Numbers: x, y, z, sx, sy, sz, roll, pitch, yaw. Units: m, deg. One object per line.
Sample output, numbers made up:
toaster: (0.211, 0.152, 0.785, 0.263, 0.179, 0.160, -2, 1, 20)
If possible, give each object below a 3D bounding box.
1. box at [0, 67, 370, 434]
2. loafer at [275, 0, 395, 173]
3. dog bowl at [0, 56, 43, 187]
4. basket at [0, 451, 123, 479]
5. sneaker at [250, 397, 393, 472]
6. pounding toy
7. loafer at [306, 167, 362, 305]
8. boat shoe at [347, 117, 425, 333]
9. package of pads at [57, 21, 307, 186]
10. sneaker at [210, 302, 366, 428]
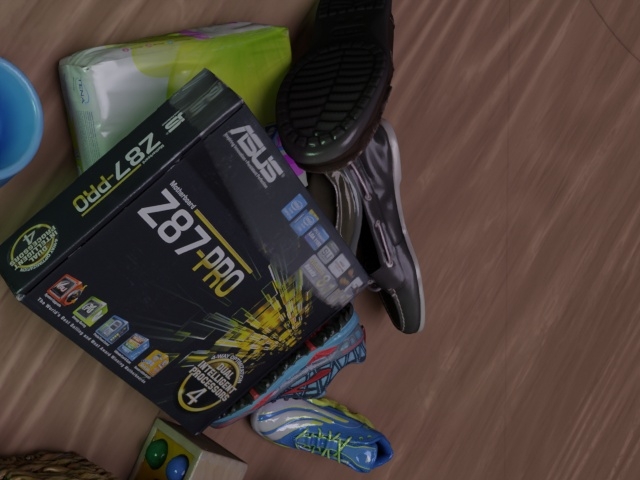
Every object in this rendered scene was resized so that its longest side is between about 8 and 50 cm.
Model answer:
box: (-0.145, 0.035, 1.191, 0.318, 0.097, 0.395, -42, 139, -6)
loafer: (0.044, -0.200, 1.281, 0.366, 0.134, 0.130, -71, 153, -43)
dog bowl: (-0.424, -0.123, 1.020, 0.297, 0.074, 0.166, -9, 93, -44)
basket: (-0.322, 0.421, 1.144, 0.213, 0.223, 0.299, 11, 95, -54)
sneaker: (0.016, 0.283, 1.457, 0.240, 0.126, 0.091, 18, 89, -39)
pounding toy: (-0.175, 0.354, 1.275, 0.094, 0.206, 0.181, 29, 83, -38)
loafer: (0.000, 0.000, 1.397, 0.087, 0.094, 0.251, -17, 111, -38)
boat shoe: (0.077, -0.012, 1.457, 0.095, 0.112, 0.335, -15, 105, -16)
package of pads: (-0.164, -0.146, 1.232, 0.296, 0.101, 0.229, -20, 113, -33)
sneaker: (-0.043, 0.196, 1.378, 0.262, 0.104, 0.125, -33, 126, -3)
